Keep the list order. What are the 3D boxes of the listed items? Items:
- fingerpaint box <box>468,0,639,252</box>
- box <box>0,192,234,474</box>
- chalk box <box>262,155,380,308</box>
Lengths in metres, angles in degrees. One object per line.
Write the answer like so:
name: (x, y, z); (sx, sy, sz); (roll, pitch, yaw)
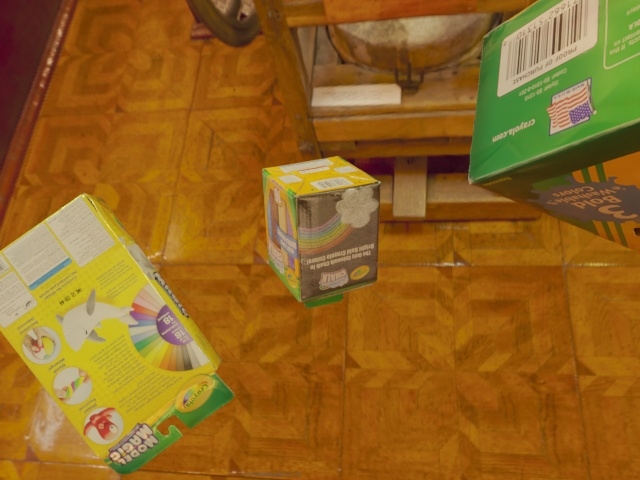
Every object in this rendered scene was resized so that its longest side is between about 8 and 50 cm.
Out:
fingerpaint box: (0.393, -0.100, 0.364); (0.372, 0.445, 0.163); (17, 73, -25)
box: (-0.151, 0.068, 0.398); (0.105, 0.043, 0.179); (-36, 90, -3)
chalk box: (0.000, 0.000, 0.827); (0.133, 0.212, 0.132); (-12, 29, -22)
